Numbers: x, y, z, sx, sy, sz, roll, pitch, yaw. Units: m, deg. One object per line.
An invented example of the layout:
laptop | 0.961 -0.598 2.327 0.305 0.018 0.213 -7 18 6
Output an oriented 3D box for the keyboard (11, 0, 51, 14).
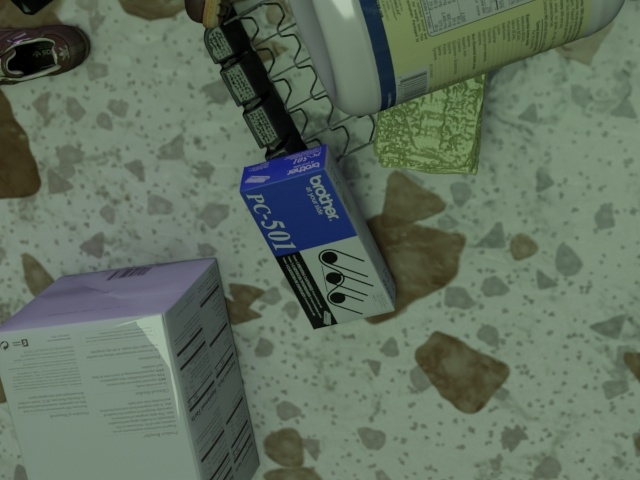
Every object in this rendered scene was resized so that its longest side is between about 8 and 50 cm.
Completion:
keyboard | -0.277 -0.332 1.486 0.192 0.038 0.100 -32 121 19

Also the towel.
towel | 0.111 -0.139 1.379 0.110 0.027 0.148 7 108 9

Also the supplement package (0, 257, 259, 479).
supplement package | -0.207 0.181 1.534 0.199 0.198 0.262 -7 105 15

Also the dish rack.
dish rack | 0.028 -0.191 1.433 0.271 0.074 0.208 -25 102 17

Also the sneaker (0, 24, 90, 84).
sneaker | -0.350 -0.200 1.516 0.188 0.071 0.066 -11 104 16

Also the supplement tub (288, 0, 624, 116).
supplement tub | 0.133 -0.269 1.248 0.325 0.235 0.235 -20 102 -4

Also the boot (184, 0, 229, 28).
boot | -0.193 -0.335 1.405 0.207 0.090 0.248 -2 87 2

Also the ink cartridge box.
ink cartridge box | 0.000 0.000 1.468 0.097 0.046 0.207 -15 127 17
